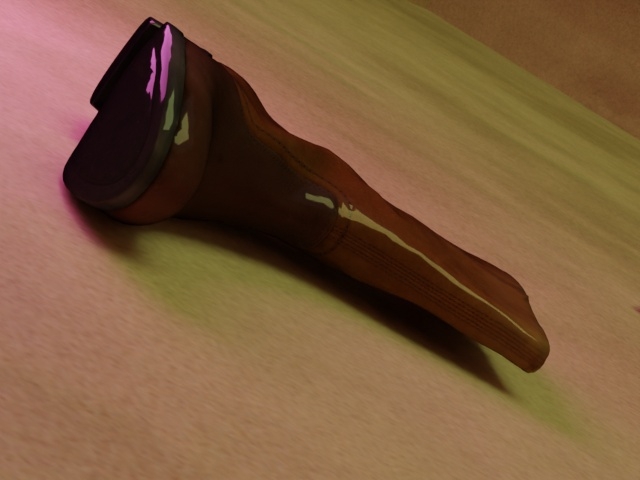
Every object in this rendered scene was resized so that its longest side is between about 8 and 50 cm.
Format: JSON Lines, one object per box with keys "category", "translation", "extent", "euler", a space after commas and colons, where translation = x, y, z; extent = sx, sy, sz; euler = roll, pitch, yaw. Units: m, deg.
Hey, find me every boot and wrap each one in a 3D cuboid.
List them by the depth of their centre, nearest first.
{"category": "boot", "translation": [0.000, 0.000, 0.968], "extent": [0.280, 0.096, 0.264], "euler": [35, 3, -12]}
